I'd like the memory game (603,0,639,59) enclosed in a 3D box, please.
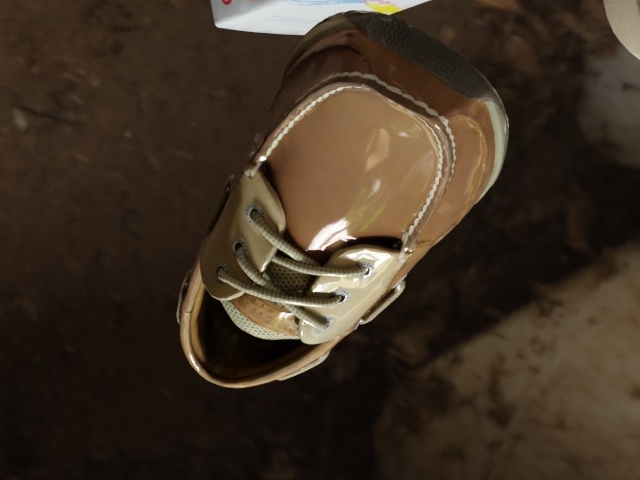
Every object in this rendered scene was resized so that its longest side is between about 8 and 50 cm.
[{"bbox_3d":[0.093,-0.124,0.381,0.186,0.012,0.186,1,97,8],"label":"memory game"}]

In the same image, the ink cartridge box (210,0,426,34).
[{"bbox_3d":[0.016,-0.226,1.318,0.127,0.176,0.128,-3,80,-49],"label":"ink cartridge box"}]

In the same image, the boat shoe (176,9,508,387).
[{"bbox_3d":[0.000,0.000,0.979,0.123,0.324,0.120,29,65,-1],"label":"boat shoe"}]
